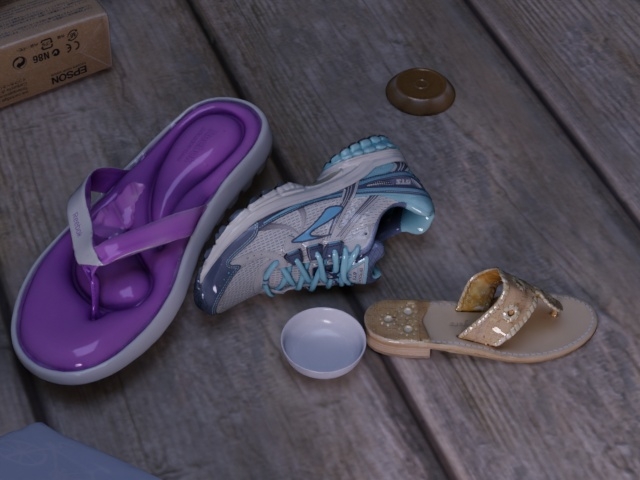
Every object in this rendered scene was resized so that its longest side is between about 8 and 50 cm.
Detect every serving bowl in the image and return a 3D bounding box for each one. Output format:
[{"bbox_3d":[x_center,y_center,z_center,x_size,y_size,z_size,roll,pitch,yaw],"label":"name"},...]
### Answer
[{"bbox_3d":[0.003,0.105,1.358,0.083,0.027,0.083,1,47,-1],"label":"serving bowl"}]

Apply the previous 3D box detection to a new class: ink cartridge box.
[{"bbox_3d":[-0.392,-0.249,1.641,0.234,0.088,0.193,-24,50,-22],"label":"ink cartridge box"}]

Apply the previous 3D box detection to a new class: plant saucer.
[{"bbox_3d":[0.119,-0.180,1.646,0.083,0.015,0.083,1,46,-2],"label":"plant saucer"}]

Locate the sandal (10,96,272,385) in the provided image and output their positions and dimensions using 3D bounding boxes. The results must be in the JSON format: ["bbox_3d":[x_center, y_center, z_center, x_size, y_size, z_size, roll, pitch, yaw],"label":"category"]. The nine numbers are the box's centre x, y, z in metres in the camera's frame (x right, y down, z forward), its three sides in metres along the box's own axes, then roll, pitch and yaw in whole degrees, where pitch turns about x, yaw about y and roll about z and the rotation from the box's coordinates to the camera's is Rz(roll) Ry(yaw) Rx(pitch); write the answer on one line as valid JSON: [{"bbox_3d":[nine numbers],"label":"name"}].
[{"bbox_3d":[-0.190,-0.029,1.415,0.169,0.102,0.416,9,46,22],"label":"sandal"}]

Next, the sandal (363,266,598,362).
[{"bbox_3d":[0.163,0.065,1.367,0.240,0.079,0.088,-3,46,-5],"label":"sandal"}]

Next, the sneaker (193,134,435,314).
[{"bbox_3d":[0.000,0.000,1.408,0.283,0.110,0.122,-34,69,-24],"label":"sneaker"}]

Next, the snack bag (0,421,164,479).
[{"bbox_3d":[-0.197,0.248,1.102,0.323,0.037,0.342,21,14,18],"label":"snack bag"}]
